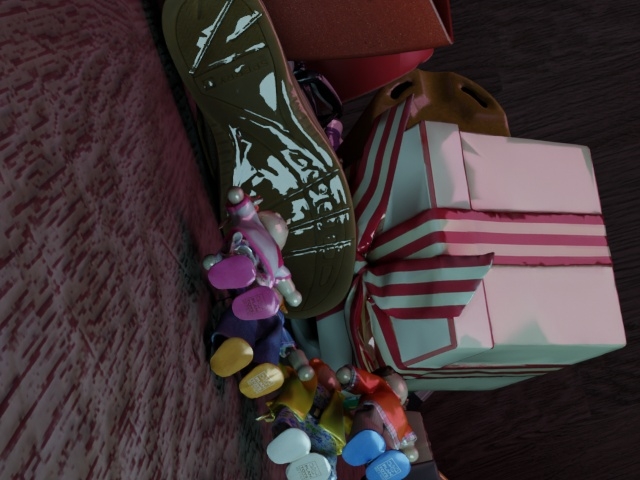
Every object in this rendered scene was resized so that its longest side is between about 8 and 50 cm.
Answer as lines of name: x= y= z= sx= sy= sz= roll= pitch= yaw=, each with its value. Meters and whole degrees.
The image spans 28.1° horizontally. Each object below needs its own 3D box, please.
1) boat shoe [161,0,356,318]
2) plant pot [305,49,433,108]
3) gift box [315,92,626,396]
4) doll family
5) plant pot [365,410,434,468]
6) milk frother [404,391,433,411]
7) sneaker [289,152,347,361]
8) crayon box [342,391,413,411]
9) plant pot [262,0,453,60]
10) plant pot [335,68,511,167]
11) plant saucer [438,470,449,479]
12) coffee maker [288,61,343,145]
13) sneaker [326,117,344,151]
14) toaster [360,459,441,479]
boat shoe: x=-0.054 y=-0.094 z=1.192 sx=0.123 sy=0.123 sz=0.342 roll=-99 pitch=168 yaw=-70
plant pot: x=0.005 y=-0.304 z=1.565 sx=0.275 sy=0.275 sz=0.243 roll=-90 pitch=158 yaw=-74
gift box: x=0.135 y=0.012 z=1.289 sx=0.276 sy=0.258 sz=0.255 roll=-38 pitch=-123 yaw=51
doll family: x=-0.031 y=0.089 z=1.006 sx=0.263 sy=0.118 sz=0.163 roll=54 pitch=15 yaw=-12
plant pot: x=0.117 y=0.316 z=1.920 sx=0.109 sy=0.096 sz=0.109 roll=-100 pitch=171 yaw=-55
milk frother: x=0.155 y=0.250 z=2.365 sx=0.129 sy=0.135 sz=0.143 roll=43 pitch=-2 yaw=6
sneaker: x=0.000 y=0.000 z=1.451 sx=0.146 sy=0.123 sz=0.330 roll=69 pitch=6 yaw=-64
crayon box: x=0.076 y=0.084 z=1.808 sx=0.081 sy=0.165 sz=0.278 roll=62 pitch=12 yaw=-69
plant pot: x=-0.032 y=-0.331 z=1.263 sx=0.267 sy=0.236 sz=0.267 roll=56 pitch=25 yaw=-44
plant pot: x=0.118 y=-0.073 z=1.632 sx=0.254 sy=0.276 sz=0.276 roll=116 pitch=-33 yaw=-53
plant saucer: x=0.217 y=0.520 z=1.985 sx=0.333 sy=0.081 sz=0.333 roll=44 pitch=18 yaw=-24
coffee maker: x=-0.073 y=-0.182 z=1.425 sx=0.171 sy=0.120 sz=0.178 roll=37 pitch=-25 yaw=42
sneaker: x=0.005 y=-0.120 z=2.266 sx=0.283 sy=0.107 sz=0.124 roll=46 pitch=43 yaw=-73
toaster: x=0.119 y=0.386 z=1.610 sx=0.185 sy=0.110 sz=0.168 roll=-98 pitch=171 yaw=-63
